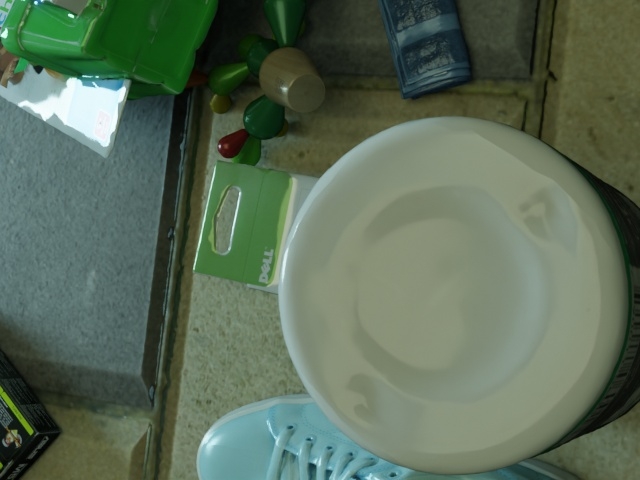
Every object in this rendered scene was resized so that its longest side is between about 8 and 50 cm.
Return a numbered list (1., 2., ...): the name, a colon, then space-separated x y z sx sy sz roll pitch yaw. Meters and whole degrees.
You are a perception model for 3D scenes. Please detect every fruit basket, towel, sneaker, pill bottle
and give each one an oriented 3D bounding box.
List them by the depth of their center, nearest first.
1. pill bottle: 0.134 0.041 0.788 0.204 0.361 0.204 -2 85 23
2. sneaker: 0.043 0.203 0.930 0.366 0.150 0.135 5 87 24
3. towel: 0.090 -0.188 1.007 0.067 0.029 0.119 -16 79 21
4. fruit basket: -0.229 -0.276 1.066 0.353 0.165 0.327 29 97 42

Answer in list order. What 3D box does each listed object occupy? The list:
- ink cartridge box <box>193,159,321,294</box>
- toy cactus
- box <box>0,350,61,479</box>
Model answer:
1. ink cartridge box: 0.000 0.000 1.013 0.209 0.062 0.108 12 90 24
2. toy cactus: -0.047 -0.160 1.000 0.219 0.112 0.180 -68 26 15
3. box: -0.383 0.189 1.175 0.184 0.045 0.190 -48 69 11
